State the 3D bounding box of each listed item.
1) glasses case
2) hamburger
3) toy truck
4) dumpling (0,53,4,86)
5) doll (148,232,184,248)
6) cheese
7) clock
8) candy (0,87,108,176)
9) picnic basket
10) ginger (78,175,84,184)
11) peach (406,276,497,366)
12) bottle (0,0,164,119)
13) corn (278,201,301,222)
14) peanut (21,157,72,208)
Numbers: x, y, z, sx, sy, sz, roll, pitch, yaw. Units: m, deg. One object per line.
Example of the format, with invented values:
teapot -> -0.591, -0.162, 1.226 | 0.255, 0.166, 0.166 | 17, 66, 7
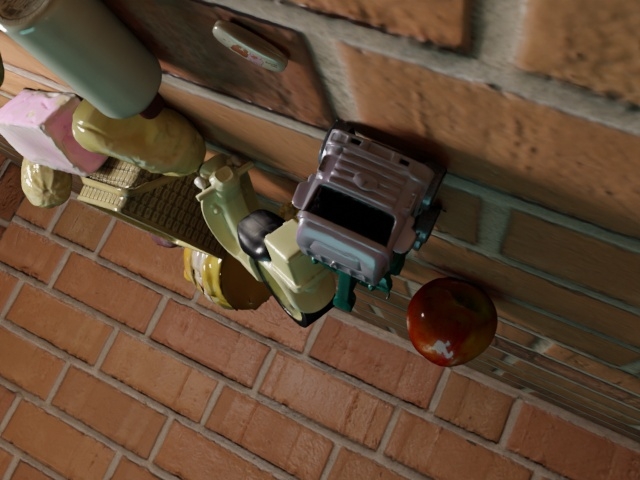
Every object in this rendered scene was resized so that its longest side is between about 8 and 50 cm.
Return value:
glasses case -> -0.072, -0.200, 0.650 | 0.083, 0.021, 0.032 | 27, 168, -11
hamburger -> -0.257, 0.048, 1.733 | 0.236, 0.277, 0.276 | 16, 166, 35
toy truck -> 0.063, -0.013, 0.862 | 0.176, 0.178, 0.363 | 24, 167, 10
dumpling -> -0.635, -0.319, 0.977 | 0.320, 0.270, 0.212 | 3, -164, -7
doll -> -0.455, -0.057, 1.968 | 0.196, 0.152, 0.256 | 15, -179, 2
cheese -> -0.314, -0.180, 1.102 | 0.225, 0.117, 0.214 | 24, 177, -17
clock -> -0.111, -0.010, 1.157 | 0.379, 0.120, 0.277 | 40, 158, 36
candy -> -0.578, -0.236, 1.364 | 0.265, 0.116, 0.156 | 15, 147, 40
picnic basket -> -0.354, -0.104, 1.431 | 0.228, 0.175, 0.312 | 15, 170, 44
ginger -> -0.522, -0.178, 1.553 | 0.267, 0.138, 0.152 | 35, 163, -21
peach -> 0.259, 0.169, 1.286 | 0.197, 0.197, 0.197 | 24, 170, 5
bottle -> -0.273, -0.226, 0.775 | 0.104, 0.104, 0.245 | 21, 170, 25
corn -> 0.000, 0.000, 1.316 | 0.093, 0.093, 0.244 | 16, 167, 43
peanut -> -0.675, -0.205, 1.548 | 0.123, 0.257, 0.123 | -9, 165, -2
